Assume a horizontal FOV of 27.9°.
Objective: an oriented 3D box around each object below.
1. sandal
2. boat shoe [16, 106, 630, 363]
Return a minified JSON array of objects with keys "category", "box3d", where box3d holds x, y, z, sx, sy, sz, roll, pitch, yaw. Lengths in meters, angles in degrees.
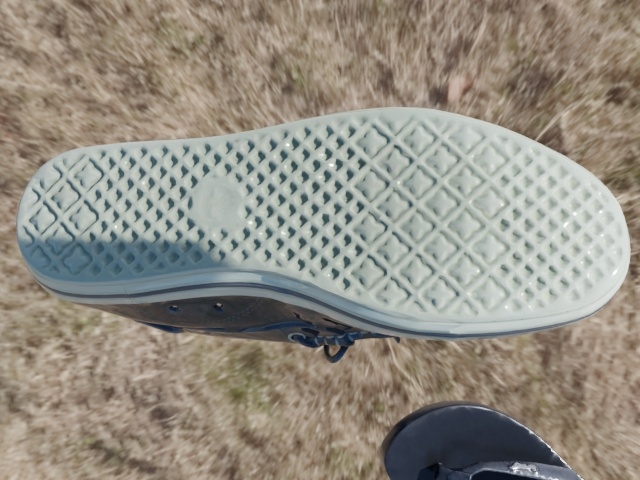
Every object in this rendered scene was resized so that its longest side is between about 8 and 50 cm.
[{"category":"sandal","box3d":[0.165,0.202,0.971,0.254,0.054,0.097,29,93,-4]},{"category":"boat shoe","box3d":[0.000,0.000,1.062,0.500,0.156,0.187,0,72,16]}]
